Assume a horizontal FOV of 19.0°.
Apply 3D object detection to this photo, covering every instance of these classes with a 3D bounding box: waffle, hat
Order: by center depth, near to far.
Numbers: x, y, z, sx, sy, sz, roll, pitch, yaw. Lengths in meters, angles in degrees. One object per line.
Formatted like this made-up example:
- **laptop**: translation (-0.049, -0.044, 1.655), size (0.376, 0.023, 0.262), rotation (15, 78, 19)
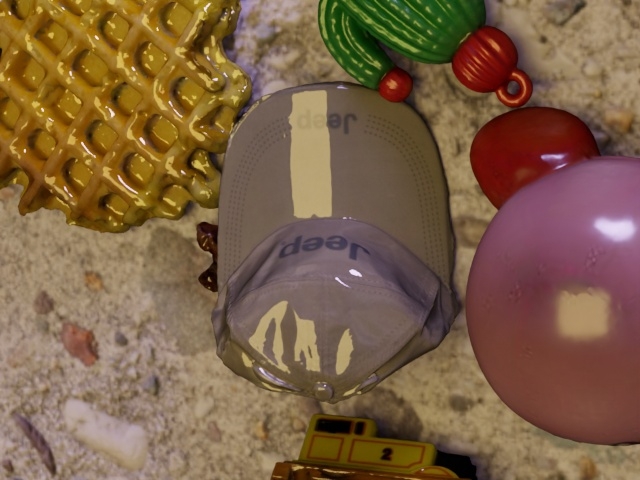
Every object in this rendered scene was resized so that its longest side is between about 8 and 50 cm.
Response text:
- **hat**: translation (0.000, 0.000, 1.574), size (0.214, 0.149, 0.244), rotation (-6, 103, 7)
- **waffle**: translation (-0.200, -0.159, 1.729), size (0.307, 0.060, 0.312), rotation (7, 100, 24)

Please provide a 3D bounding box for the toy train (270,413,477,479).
- **toy train**: translation (0.052, 0.214, 1.617), size (0.219, 0.127, 0.089), rotation (4, 135, 13)

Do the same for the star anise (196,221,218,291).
- **star anise**: translation (-0.045, 0.051, 1.674), size (0.190, 0.070, 0.097), rotation (46, 112, 12)

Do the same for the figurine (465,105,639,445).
- **figurine**: translation (0.215, 0.032, 1.455), size (0.270, 0.211, 0.261), rotation (6, 99, 27)

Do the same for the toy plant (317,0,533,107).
- **toy plant**: translation (0.066, -0.198, 1.572), size (0.155, 0.088, 0.240), rotation (-23, 90, 26)
